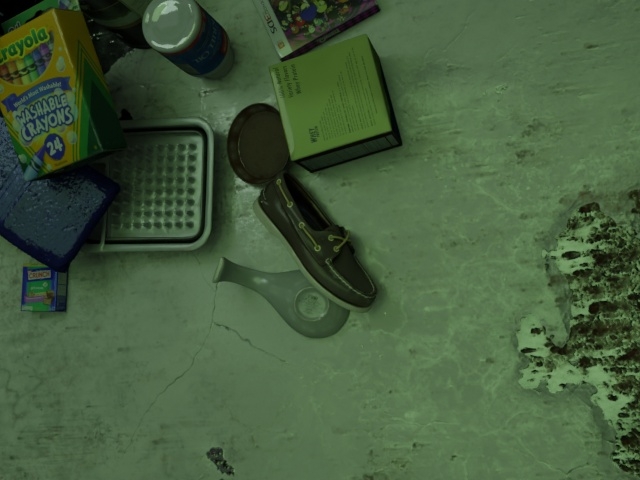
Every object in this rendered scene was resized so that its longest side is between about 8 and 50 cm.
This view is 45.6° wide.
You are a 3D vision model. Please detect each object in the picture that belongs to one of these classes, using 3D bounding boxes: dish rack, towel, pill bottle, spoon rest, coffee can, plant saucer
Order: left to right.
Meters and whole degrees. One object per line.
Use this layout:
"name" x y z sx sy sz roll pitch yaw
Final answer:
"towel" -0.593 -0.104 1.570 0.308 0.076 0.227 34 89 0
"coffee can" -0.422 -0.542 1.579 0.202 0.275 0.201 -2 83 15
"dish rack" -0.372 -0.113 1.626 0.333 0.072 0.285 -1 83 15
"pill bottle" -0.257 -0.405 1.547 0.124 0.221 0.124 -2 84 16
"plant saucer" -0.122 -0.197 1.566 0.168 0.029 0.168 0 91 34
"spoon rest" -0.074 0.102 1.528 0.276 0.084 0.137 21 91 3

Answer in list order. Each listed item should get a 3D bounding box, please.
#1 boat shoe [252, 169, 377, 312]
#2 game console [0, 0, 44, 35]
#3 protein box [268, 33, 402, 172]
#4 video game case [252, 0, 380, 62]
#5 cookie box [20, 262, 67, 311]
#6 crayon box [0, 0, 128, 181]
"boat shoe" 0.000 0.000 1.482 0.324 0.117 0.096 48 120 19
"game console" -0.793 -0.637 1.813 0.361 0.044 0.213 33 92 16
"protein box" 0.032 -0.263 1.497 0.201 0.136 0.199 -16 81 13
"video game case" -0.023 -0.515 1.588 0.232 0.042 0.210 -26 79 11
"cookie box" -0.610 0.103 1.683 0.092 0.040 0.107 -1 83 16
"crayon box" -0.515 -0.295 1.446 0.203 0.083 0.322 -16 93 26
